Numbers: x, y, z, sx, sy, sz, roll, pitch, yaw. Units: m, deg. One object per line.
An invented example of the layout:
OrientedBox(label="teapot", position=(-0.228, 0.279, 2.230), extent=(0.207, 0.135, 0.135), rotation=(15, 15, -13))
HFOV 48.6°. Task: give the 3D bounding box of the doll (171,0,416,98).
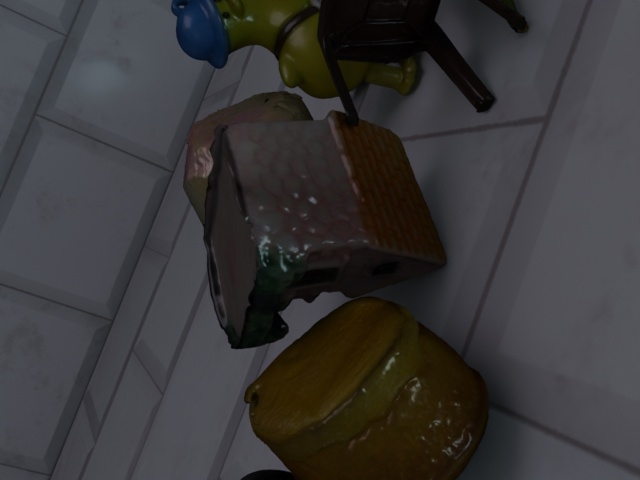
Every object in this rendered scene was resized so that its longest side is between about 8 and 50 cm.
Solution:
OrientedBox(label="doll", position=(-0.039, -0.300, 1.036), extent=(0.145, 0.363, 0.199), rotation=(109, 173, -55))

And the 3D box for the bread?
OrientedBox(label="bread", position=(0.041, 0.154, 0.661), extent=(0.195, 0.142, 0.270), rotation=(-44, 10, -14))

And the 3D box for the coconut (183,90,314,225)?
OrientedBox(label="coconut", position=(-0.086, -0.086, 1.094), extent=(0.233, 0.245, 0.233), rotation=(-19, 31, 12))

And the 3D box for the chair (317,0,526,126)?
OrientedBox(label="chair", position=(0.083, -0.300, 0.855), extent=(0.326, 0.183, 0.175), rotation=(-113, 30, -42))

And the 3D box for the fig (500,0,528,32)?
OrientedBox(label="fig", position=(0.224, -0.356, 0.838), extent=(0.149, 0.149, 0.245), rotation=(173, 98, -65))

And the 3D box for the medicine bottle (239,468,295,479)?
OrientedBox(label="medicine bottle", position=(-0.057, 0.375, 0.672), extent=(0.273, 0.165, 0.165), rotation=(-65, 22, 4))

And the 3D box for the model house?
OrientedBox(label="model house", position=(0.000, 0.000, 0.820), extent=(0.237, 0.237, 0.202), rotation=(109, 147, -51))
